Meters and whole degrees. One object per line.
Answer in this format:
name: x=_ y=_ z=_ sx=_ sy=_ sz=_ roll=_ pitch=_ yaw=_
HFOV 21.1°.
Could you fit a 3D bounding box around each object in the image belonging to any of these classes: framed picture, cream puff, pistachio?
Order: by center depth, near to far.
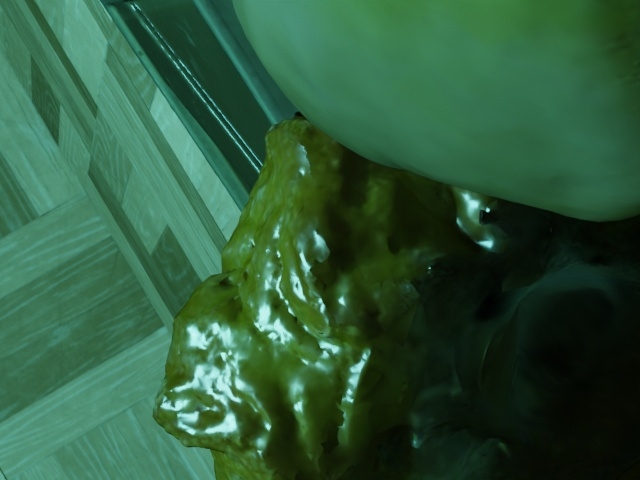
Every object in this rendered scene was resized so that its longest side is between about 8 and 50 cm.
pistachio: x=0.058 y=-0.106 z=0.421 sx=0.197 sy=0.166 sz=0.288 roll=59 pitch=166 yaw=8
cream puff: x=0.054 y=0.043 z=0.717 sx=0.155 sy=0.241 sz=0.269 roll=31 pitch=115 yaw=58
framed picture: x=0.000 y=0.000 z=1.178 sx=0.446 sy=0.028 sz=0.326 roll=57 pitch=170 yaw=-14
